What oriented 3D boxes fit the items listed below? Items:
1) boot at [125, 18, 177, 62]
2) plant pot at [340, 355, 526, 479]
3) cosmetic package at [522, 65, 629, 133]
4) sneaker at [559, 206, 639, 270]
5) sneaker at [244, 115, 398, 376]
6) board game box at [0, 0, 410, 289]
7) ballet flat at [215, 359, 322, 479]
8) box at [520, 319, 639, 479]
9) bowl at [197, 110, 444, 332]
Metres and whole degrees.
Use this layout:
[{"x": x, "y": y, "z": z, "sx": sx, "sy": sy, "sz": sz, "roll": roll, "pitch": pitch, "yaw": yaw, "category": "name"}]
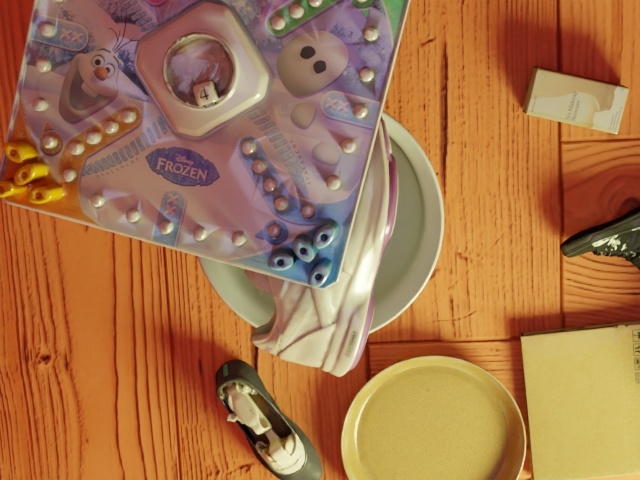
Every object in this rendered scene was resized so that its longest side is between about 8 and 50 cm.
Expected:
[{"x": -0.120, "y": -0.252, "z": 1.458, "sx": 0.189, "sy": 0.208, "sz": 0.076, "roll": -23, "pitch": 99, "yaw": 6, "category": "boot"}, {"x": 0.144, "y": 0.258, "z": 1.646, "sx": 0.236, "sy": 0.032, "sz": 0.236, "roll": 0, "pitch": 101, "yaw": 1, "category": "plant pot"}, {"x": 0.308, "y": -0.170, "z": 1.550, "sx": 0.115, "sy": 0.041, "sz": 0.060, "roll": 11, "pitch": 102, "yaw": -1, "category": "cosmetic package"}, {"x": 0.389, "y": 0.010, "z": 1.579, "sx": 0.170, "sy": 0.051, "sz": 0.089, "roll": -24, "pitch": 95, "yaw": 3, "category": "sneaker"}, {"x": 0.000, "y": 0.000, "z": 1.419, "sx": 0.152, "sy": 0.114, "sz": 0.305, "roll": 12, "pitch": 102, "yaw": -2, "category": "sneaker"}, {"x": -0.126, "y": -0.178, "z": 1.335, "sx": 0.389, "sy": 0.050, "sz": 0.390, "roll": 15, "pitch": 101, "yaw": 5, "category": "board game box"}, {"x": -0.069, "y": 0.243, "z": 1.629, "sx": 0.074, "sy": 0.074, "sz": 0.203, "roll": -33, "pitch": 99, "yaw": 7, "category": "ballet flat"}, {"x": 0.343, "y": 0.207, "z": 1.636, "sx": 0.164, "sy": 0.021, "sz": 0.201, "roll": -6, "pitch": 102, "yaw": 3, "category": "box"}, {"x": -0.003, "y": -0.036, "z": 1.538, "sx": 0.297, "sy": 0.134, "sz": 0.298, "roll": 0, "pitch": 101, "yaw": 1, "category": "bowl"}]
